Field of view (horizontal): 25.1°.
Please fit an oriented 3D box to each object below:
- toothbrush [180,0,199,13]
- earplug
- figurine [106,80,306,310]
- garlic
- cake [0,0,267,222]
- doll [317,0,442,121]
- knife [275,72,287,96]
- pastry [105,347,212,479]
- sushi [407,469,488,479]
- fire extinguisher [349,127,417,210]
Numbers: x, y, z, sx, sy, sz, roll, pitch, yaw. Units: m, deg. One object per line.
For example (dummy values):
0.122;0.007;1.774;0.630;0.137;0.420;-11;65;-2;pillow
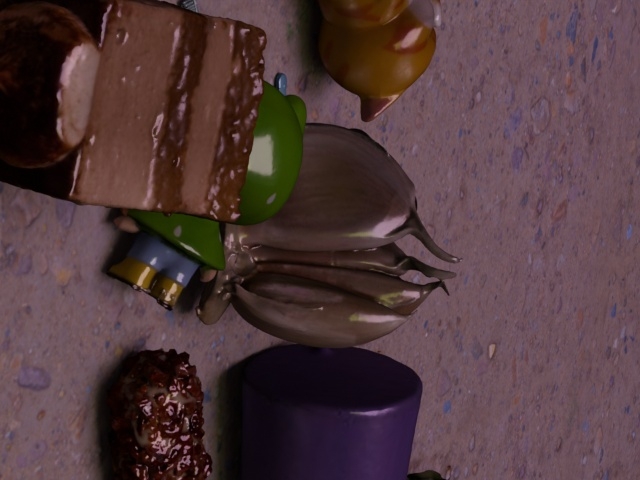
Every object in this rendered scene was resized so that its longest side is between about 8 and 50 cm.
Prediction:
-0.124;-0.158;1.552;0.019;0.016;0.220;-42;133;-44;toothbrush
-0.005;0.367;1.743;0.215;0.215;0.456;-19;118;-56;earplug
-0.116;-0.057;1.482;0.162;0.143;0.263;34;81;-26;figurine
0.000;0.000;1.600;0.237;0.291;0.210;-112;-157;-53;garlic
-0.208;-0.124;1.257;0.293;0.198;0.196;2;102;-55;cake
0.060;-0.293;1.684;0.167;0.162;0.270;-90;164;-58;doll
-0.047;-0.149;1.692;0.027;0.010;0.096;-16;111;-56;knife
-0.170;0.219;1.520;0.115;0.097;0.209;-21;119;-44;pastry
0.159;0.468;1.984;0.352;0.178;0.294;25;72;-80;sushi
0.076;-0.074;1.874;0.231;0.071;0.099;44;34;-56;fire extinguisher
